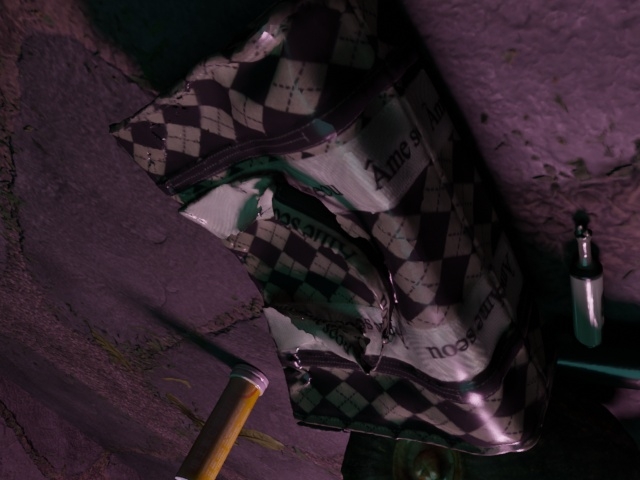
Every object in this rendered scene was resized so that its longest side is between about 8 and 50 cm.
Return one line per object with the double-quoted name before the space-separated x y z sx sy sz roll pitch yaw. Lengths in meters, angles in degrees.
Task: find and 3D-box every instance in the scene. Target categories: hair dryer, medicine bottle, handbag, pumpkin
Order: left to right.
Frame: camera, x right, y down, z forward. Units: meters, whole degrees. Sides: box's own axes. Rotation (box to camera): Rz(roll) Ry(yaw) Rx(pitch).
"medicine bottle" -0.171 0.328 0.992 0.073 0.218 0.074 18 143 14
"handbag" 0.000 0.000 0.540 0.316 0.180 0.416 -9 121 44
"pumpkin" 0.194 0.285 0.640 0.327 0.292 0.257 10 172 45
"hair dryer" 0.264 0.065 0.540 0.100 0.057 0.198 0 129 31
